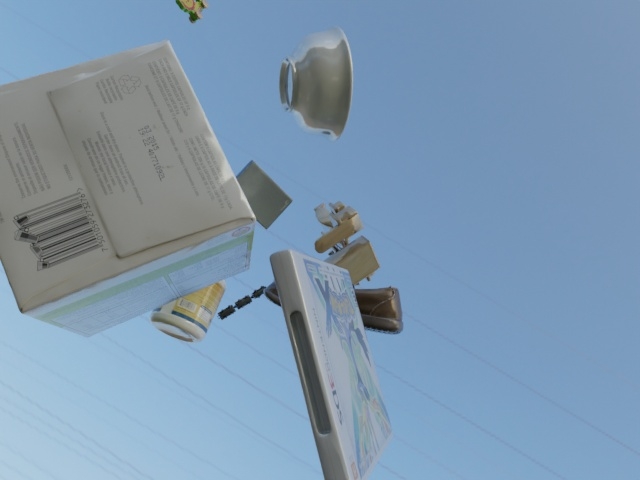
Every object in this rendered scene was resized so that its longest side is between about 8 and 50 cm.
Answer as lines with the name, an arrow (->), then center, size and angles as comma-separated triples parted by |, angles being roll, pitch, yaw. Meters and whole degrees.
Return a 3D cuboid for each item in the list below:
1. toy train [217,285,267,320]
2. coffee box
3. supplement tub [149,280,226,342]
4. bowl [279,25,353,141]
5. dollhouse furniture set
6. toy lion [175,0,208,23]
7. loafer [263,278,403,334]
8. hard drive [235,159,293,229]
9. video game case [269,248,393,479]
toy train -> -0.215, 0.171, 1.425 | 0.027, 0.158, 0.036 | 60, -24, -1
coffee box -> -0.337, -0.067, 0.892 | 0.337, 0.338, 0.334 | 64, -15, 11
supplement tub -> -0.325, 0.142, 1.309 | 0.144, 0.199, 0.144 | 16, -27, 8
bowl -> -0.028, -0.408, 1.360 | 0.134, 0.298, 0.298 | -4, -57, -18
dollhouse furniture set -> 0.000, 0.000, 1.566 | 0.174, 0.355, 0.303 | -34, -53, -11
toy lion -> -0.353, -0.643, 1.393 | 0.034, 0.100, 0.096 | -16, -46, 28
loafer -> 0.037, 0.143, 1.314 | 0.366, 0.134, 0.130 | 10, -103, 13
hard drive -> -0.139, -0.103, 1.181 | 0.094, 0.022, 0.135 | -48, -63, -4
video game case -> 0.031, 0.174, 0.759 | 0.036, 0.329, 0.300 | -18, -102, 12
